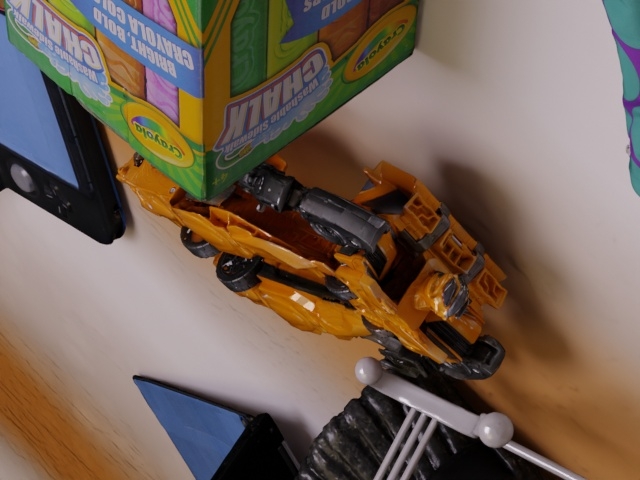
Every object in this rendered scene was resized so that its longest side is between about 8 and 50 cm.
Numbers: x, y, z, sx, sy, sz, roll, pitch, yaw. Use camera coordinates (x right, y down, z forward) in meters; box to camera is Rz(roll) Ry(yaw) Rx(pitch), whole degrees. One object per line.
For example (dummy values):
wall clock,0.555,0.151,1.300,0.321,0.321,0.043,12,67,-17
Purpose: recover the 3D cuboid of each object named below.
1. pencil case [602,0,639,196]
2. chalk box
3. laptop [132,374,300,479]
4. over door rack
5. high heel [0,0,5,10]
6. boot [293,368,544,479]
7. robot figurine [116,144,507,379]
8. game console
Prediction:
pencil case,0.170,-0.085,0.978,0.070,0.064,0.152,8,132,32
chalk box,-0.061,-0.160,1.123,0.179,0.180,0.289,39,152,24
laptop,-0.065,0.350,1.679,0.236,0.408,0.382,-18,111,32
over door rack,0.108,0.238,1.224,0.324,0.239,0.108,26,178,24
high heel,-0.184,-0.150,1.394,0.244,0.117,0.082,50,153,4
boot,0.053,0.283,1.363,0.260,0.348,0.131,36,177,20
robot figurine,0.000,0.000,1.296,0.291,0.085,0.211,15,156,50
game console,-0.321,-0.108,1.600,0.250,0.173,0.293,29,146,38
